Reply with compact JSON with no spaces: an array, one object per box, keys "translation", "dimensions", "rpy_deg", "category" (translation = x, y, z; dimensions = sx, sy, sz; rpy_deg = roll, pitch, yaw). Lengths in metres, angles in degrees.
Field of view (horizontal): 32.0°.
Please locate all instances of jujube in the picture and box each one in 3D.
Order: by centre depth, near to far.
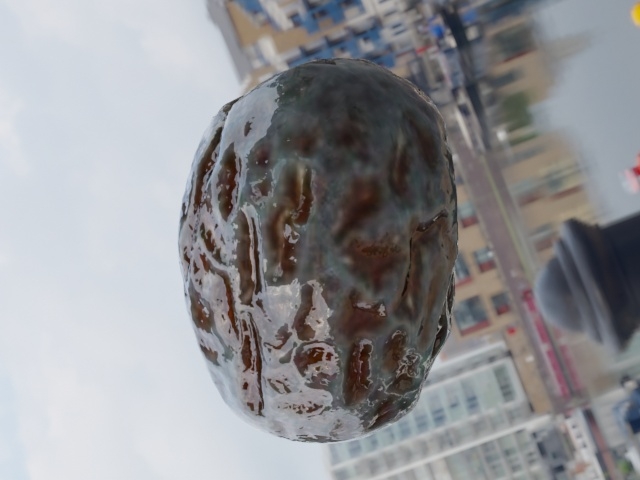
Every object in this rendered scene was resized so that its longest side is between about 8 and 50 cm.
[{"translation":[0.009,0.000,0.914],"dimensions":[0.246,0.215,0.308],"rpy_deg":[-37,-49,-50],"category":"jujube"}]
